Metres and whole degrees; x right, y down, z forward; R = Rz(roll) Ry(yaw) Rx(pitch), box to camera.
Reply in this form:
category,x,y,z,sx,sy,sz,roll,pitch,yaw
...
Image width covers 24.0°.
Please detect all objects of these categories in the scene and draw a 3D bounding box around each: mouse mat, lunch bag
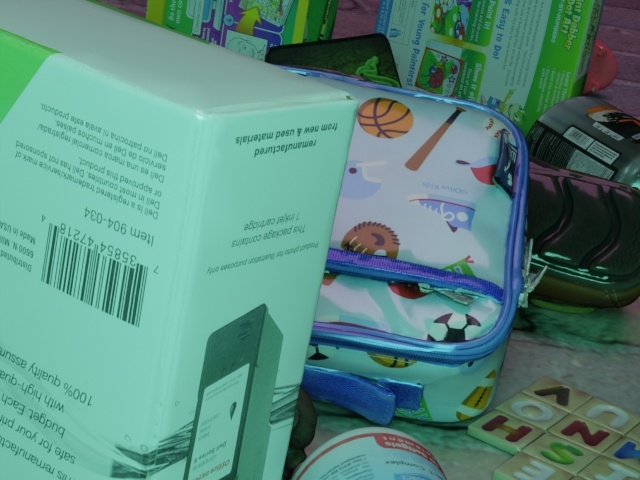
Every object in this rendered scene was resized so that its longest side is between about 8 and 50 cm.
category,x,y,z,sx,sy,sz,roll,pitch,yaw
mouse mat,0.026,-0.112,1.391,0.007,0.153,0.189,-15,1,39
lunch bag,0.000,0.000,1.020,0.303,0.115,0.243,10,50,5

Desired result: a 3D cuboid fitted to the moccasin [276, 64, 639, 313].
category,x,y,z,sx,sy,sz,roll,pitch,yaw
moccasin,0.081,-0.037,1.209,0.380,0.139,0.147,14,-20,2

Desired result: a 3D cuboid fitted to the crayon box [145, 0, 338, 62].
category,x,y,z,sx,sy,sz,roll,pitch,yaw
crayon box,-0.074,-0.221,1.421,0.165,0.278,0.081,17,22,18

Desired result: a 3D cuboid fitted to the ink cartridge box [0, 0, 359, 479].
category,x,y,z,sx,sy,sz,roll,pitch,yaw
ink cartridge box,-0.114,0.035,0.736,0.198,0.273,0.115,24,22,32

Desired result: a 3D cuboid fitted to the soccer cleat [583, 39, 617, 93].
category,x,y,z,sx,sy,sz,roll,pitch,yaw
soccer cleat,0.251,-0.233,1.898,0.248,0.083,0.095,1,17,-15

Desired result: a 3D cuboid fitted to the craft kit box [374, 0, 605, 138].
category,x,y,z,sx,sy,sz,roll,pitch,yaw
craft kit box,0.187,-0.256,1.680,0.246,0.250,0.061,20,21,25

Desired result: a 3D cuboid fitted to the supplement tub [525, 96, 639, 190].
category,x,y,z,sx,sy,sz,roll,pitch,yaw
supplement tub,0.275,-0.050,1.365,0.117,0.117,0.190,-1,23,-27

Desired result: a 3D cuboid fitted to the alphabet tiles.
category,x,y,z,sx,sy,sz,roll,pitch,yaw
alphabet tiles,0.223,0.148,0.969,0.237,0.009,0.198,22,24,28

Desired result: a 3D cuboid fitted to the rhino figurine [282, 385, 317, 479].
category,x,y,z,sx,sy,sz,roll,pitch,yaw
rhino figurine,-0.099,0.056,0.876,0.243,0.073,0.106,39,1,13

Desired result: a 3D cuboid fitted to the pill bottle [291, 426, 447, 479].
category,x,y,z,sx,sy,sz,roll,pitch,yaw
pill bottle,0.038,0.164,0.728,0.087,0.087,0.160,4,22,-15
